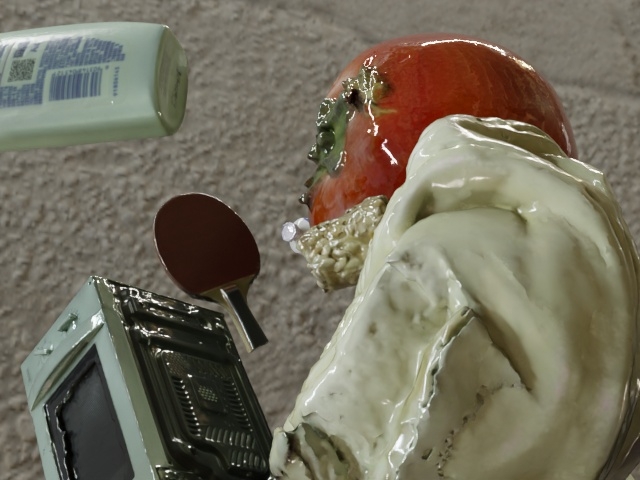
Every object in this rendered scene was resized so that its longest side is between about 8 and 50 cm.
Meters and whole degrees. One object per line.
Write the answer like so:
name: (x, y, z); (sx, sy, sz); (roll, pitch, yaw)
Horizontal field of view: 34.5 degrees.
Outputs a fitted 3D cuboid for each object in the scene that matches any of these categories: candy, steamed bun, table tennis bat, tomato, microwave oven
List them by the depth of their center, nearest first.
steamed bun: (0.125, 0.098, 0.758); (0.237, 0.346, 0.394); (23, 38, 7)
microwave oven: (-0.127, 0.149, 0.807); (0.162, 0.122, 0.208); (21, 30, -41)
candy: (0.038, 0.008, 0.979); (0.085, 0.110, 0.095); (68, 13, 14)
tomato: (0.141, -0.084, 1.192); (0.321, 0.321, 0.321); (11, 44, -11)
table tennis bat: (-0.125, 0.037, 1.263); (0.130, 0.019, 0.220); (-20, 73, -34)

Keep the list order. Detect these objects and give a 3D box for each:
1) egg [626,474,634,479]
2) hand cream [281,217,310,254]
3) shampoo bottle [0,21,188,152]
egg: (0.249, 0.344, 1.217); (0.283, 0.283, 0.345); (11, 40, -11)
hand cream: (0.000, 0.000, 1.580); (0.142, 0.053, 0.084); (15, 56, -43)
shampoo bottle: (-0.314, -0.155, 1.049); (0.359, 0.078, 0.134); (-4, 65, 16)
